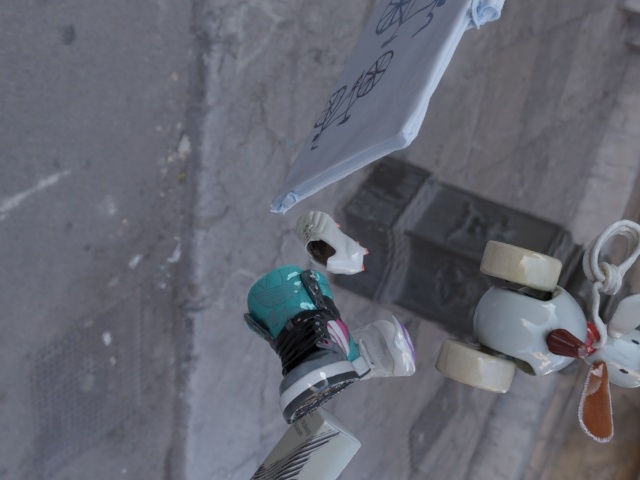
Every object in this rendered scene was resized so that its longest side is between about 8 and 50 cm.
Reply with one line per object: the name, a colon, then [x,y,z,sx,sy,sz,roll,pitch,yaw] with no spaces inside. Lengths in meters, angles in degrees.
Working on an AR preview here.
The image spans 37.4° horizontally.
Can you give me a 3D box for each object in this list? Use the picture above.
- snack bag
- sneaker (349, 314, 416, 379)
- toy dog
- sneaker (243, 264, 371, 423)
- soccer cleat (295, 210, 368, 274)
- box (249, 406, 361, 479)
snack bag: [0.087,-0.192,1.000,0.323,0.037,0.343,-22,-142,62]
sneaker: [0.075,0.219,1.724,0.152,0.114,0.305,-21,174,-21]
toy dog: [0.290,0.108,1.025,0.333,0.161,0.220,-7,109,-32]
sneaker: [-0.026,0.118,1.187,0.123,0.178,0.295,-35,172,5]
soccer cleat: [0.000,0.000,1.487,0.076,0.196,0.068,-1,110,-29]
box: [-0.054,0.437,1.722,0.094,0.113,0.275,37,89,-20]
